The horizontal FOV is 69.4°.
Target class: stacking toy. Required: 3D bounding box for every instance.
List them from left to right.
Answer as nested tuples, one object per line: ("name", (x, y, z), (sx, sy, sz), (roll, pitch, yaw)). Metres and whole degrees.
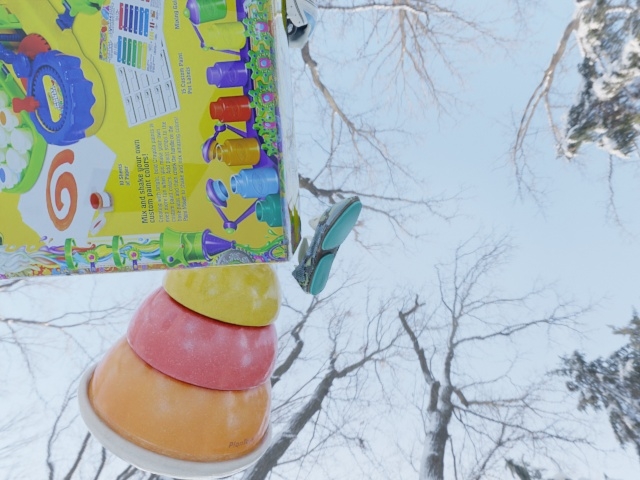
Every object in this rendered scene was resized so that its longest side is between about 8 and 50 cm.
("stacking toy", (-0.176, 0.118, 0.819), (0.350, 0.350, 0.480), (24, -84, 11))

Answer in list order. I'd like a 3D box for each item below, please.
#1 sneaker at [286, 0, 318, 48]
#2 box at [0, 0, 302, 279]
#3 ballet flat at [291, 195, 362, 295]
("sneaker", (-0.057, -0.353, 0.670), (0.085, 0.237, 0.086), (4, -89, 15))
("box", (-0.167, -0.127, 0.405), (0.279, 0.177, 0.290), (-3, -83, 1))
("ballet flat", (0.000, 0.000, 0.707), (0.070, 0.070, 0.188), (31, -61, 11))
